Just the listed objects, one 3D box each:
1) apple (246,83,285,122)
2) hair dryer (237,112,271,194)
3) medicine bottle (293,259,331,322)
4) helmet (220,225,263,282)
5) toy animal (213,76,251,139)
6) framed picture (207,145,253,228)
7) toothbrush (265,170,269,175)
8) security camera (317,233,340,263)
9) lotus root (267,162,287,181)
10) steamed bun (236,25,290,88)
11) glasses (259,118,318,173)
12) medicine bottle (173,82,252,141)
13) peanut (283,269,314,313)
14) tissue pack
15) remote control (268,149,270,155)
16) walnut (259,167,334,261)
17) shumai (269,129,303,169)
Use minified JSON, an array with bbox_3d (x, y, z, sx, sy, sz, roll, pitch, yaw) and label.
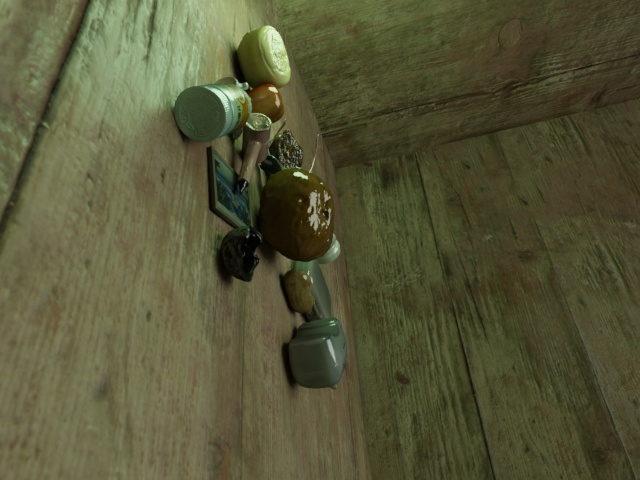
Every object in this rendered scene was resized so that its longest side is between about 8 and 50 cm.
[{"bbox_3d":[-0.251,-0.586,1.869,0.199,0.199,0.199,-11,90,-79],"label":"apple"},{"bbox_3d":[-0.268,-0.297,1.602,0.189,0.107,0.344,112,-10,-54],"label":"hair dryer"},{"bbox_3d":[-0.040,0.257,2.194,0.282,0.123,0.375,-90,165,-52],"label":"medicine bottle"},{"bbox_3d":[-0.260,0.037,1.344,0.153,0.107,0.176,40,59,-78],"label":"helmet"},{"bbox_3d":[-0.307,-0.498,1.611,0.220,0.131,0.103,68,0,-54],"label":"toy animal"},{"bbox_3d":[-0.309,-0.154,1.492,0.315,0.024,0.232,53,26,-68],"label":"framed picture"},{"bbox_3d":[-0.213,-0.229,2.076,0.031,0.023,0.321,-83,159,-52],"label":"toothbrush"},{"bbox_3d":[0.000,0.000,2.531,0.194,0.195,0.236,-88,158,-51],"label":"security camera"},{"bbox_3d":[-0.199,-0.262,1.982,0.113,0.088,0.192,27,67,-65],"label":"lotus root"},{"bbox_3d":[-0.267,-0.786,1.894,0.166,0.232,0.272,-40,123,-47],"label":"steamed bun"},{"bbox_3d":[-0.129,-0.395,1.943,0.118,0.234,0.268,117,-5,-57],"label":"glasses"},{"bbox_3d":[-0.321,-0.410,1.340,0.318,0.158,0.158,-76,152,-67],"label":"medicine bottle"},{"bbox_3d":[-0.092,0.237,1.947,0.137,0.122,0.253,-63,143,-63],"label":"peanut"},{"bbox_3d":[-0.003,0.492,1.841,0.333,0.230,0.235,-37,115,-78],"label":"tissue pack"},{"bbox_3d":[-0.272,-0.419,1.950,0.190,0.029,0.087,-30,108,-78],"label":"remote control"},{"bbox_3d":[-0.092,-0.108,1.786,0.354,0.308,0.397,53,35,-74],"label":"walnut"},{"bbox_3d":[-0.193,-0.425,2.132,0.185,0.184,0.218,22,-36,60],"label":"shumai"}]
